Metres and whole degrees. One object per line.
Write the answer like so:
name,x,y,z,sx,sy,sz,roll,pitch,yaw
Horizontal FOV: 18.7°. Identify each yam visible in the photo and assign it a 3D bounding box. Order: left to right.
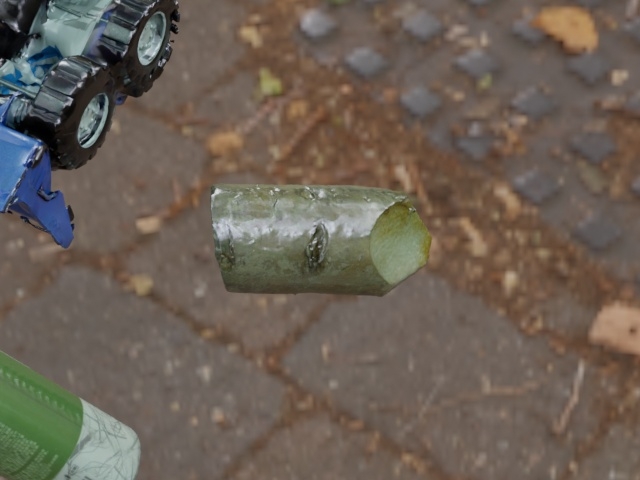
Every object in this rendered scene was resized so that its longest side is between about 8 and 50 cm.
yam,0.000,0.000,1.157,0.146,0.070,0.070,2,44,-16

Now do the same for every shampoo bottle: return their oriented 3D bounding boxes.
shampoo bottle,-0.193,0.085,1.057,0.065,0.204,0.065,-33,38,31

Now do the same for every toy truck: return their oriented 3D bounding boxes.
toy truck,-0.185,-0.083,1.230,0.113,0.126,0.208,23,52,16
